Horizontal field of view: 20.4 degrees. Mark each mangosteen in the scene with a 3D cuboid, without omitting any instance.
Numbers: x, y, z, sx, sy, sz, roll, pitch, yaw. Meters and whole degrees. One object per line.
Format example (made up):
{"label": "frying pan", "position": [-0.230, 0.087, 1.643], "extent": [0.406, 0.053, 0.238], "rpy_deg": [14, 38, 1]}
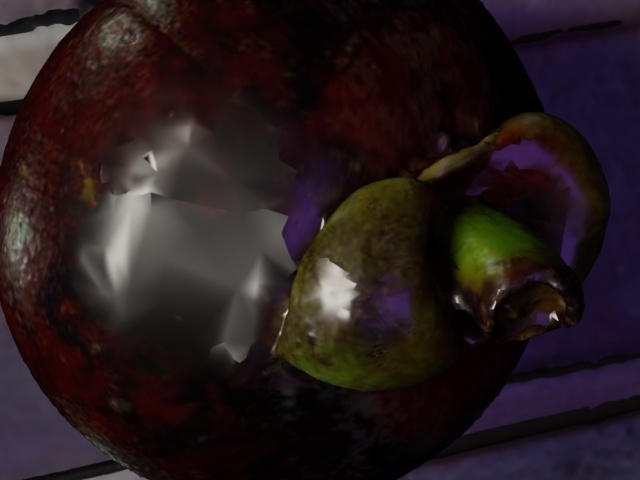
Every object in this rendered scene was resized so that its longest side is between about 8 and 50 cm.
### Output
{"label": "mangosteen", "position": [-0.011, -0.002, 0.639], "extent": [0.216, 0.216, 0.216], "rpy_deg": [-5, 102, -22]}
